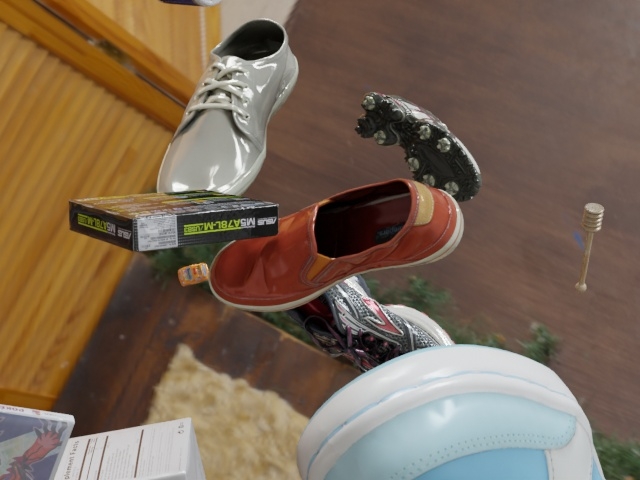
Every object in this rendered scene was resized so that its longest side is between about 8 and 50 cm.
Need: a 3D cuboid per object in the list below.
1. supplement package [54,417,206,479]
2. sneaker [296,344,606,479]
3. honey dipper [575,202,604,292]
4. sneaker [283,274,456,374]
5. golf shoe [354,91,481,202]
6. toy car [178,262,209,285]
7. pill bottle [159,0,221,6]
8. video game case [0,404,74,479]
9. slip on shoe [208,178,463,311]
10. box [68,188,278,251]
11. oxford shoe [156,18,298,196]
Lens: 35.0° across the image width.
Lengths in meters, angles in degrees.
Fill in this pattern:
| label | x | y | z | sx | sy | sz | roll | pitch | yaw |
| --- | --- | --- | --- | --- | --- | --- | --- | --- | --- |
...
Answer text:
| label | x | y | z | sx | sy | sz | roll | pitch | yaw |
| --- | --- | --- | --- | --- | --- | --- | --- | --- | --- |
| supplement package | -0.344 | 0.434 | 1.681 | 0.293 | 0.175 | 0.177 | -10 | 112 | 0 |
| sneaker | 0.123 | 0.184 | 0.455 | 0.127 | 0.319 | 0.208 | -40 | 44 | 10 |
| honey dipper | 0.421 | 0.015 | 1.604 | 0.030 | 0.161 | 0.030 | 0 | 34 | 0 |
| sneaker | 0.058 | 0.132 | 1.376 | 0.299 | 0.112 | 0.121 | 34 | 115 | 7 |
| golf shoe | 0.183 | -0.166 | 1.677 | 0.273 | 0.120 | 0.105 | 44 | 128 | 32 |
| toy car | -0.230 | 0.023 | 1.872 | 0.060 | 0.040 | 0.122 | 4 | 74 | -11 |
| pill bottle | -0.258 | -0.480 | 1.858 | 0.169 | 0.094 | 0.094 | 15 | 82 | 38 |
| video game case | -0.472 | 0.326 | 1.454 | 0.201 | 0.183 | 0.023 | -67 | 28 | 15 |
| slip on shoe | 0.000 | 0.000 | 1.189 | 0.331 | 0.101 | 0.123 | -15 | 61 | 28 |
| box | -0.176 | -0.027 | 1.204 | 0.184 | 0.190 | 0.045 | 10 | 104 | 53 |
| oxford shoe | -0.152 | -0.208 | 1.623 | 0.169 | 0.130 | 0.449 | 7 | 46 | 17 |
